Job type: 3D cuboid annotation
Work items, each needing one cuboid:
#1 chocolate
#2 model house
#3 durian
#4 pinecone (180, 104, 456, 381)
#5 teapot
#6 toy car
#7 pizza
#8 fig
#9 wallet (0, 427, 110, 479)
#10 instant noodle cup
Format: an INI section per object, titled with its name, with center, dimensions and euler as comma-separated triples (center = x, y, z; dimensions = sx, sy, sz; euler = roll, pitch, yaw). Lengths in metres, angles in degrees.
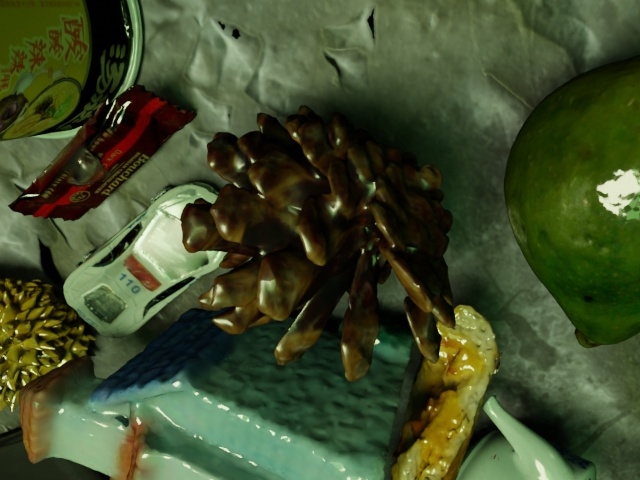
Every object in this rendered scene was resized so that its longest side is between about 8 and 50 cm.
[chocolate]
center = -0.199, -0.071, 0.474
dimensions = 0.182, 0.086, 0.028
euler = -37, 71, 15
[model house]
center = -0.107, 0.205, 0.512
dimensions = 0.330, 0.251, 0.294
euler = 16, 116, 5
[durian]
center = -0.372, 0.115, 0.543
dimensions = 0.250, 0.138, 0.183
euler = 7, 106, -5
[pinecone]
center = -0.003, 0.001, 0.411
dimensions = 0.201, 0.228, 0.202
euler = -13, 134, -3
[teapot]
center = 0.202, 0.274, 0.567
dimensions = 0.159, 0.159, 0.231
euler = 5, 123, 2
[toy car]
center = -0.170, 0.022, 0.522
dimensions = 0.205, 0.056, 0.095
euler = -35, 105, 19
[pizza]
center = 0.101, 0.232, 0.522
dimensions = 0.074, 0.182, 0.365
euler = 17, 121, 17
[fig]
center = 0.243, -0.014, 0.397
dimensions = 0.196, 0.195, 0.244
euler = -2, 105, 6
[wallet]
center = -0.335, 0.346, 0.688
dimensions = 0.149, 0.044, 0.250
euler = -20, 111, 17
[instant noodle cup]
center = -0.264, -0.153, 0.355
dimensions = 0.216, 0.236, 0.215
euler = 1, 112, 2
